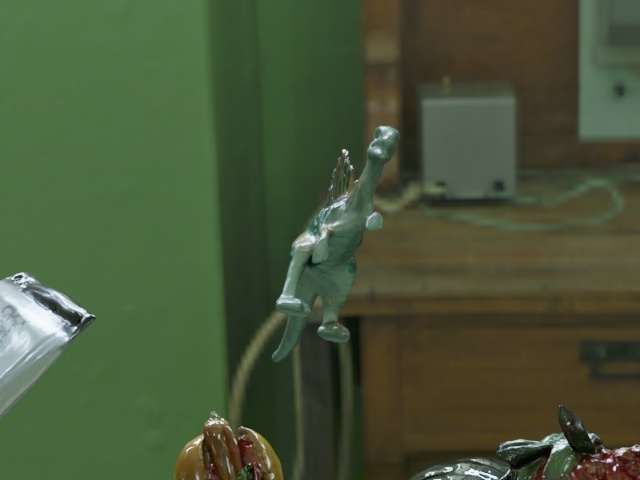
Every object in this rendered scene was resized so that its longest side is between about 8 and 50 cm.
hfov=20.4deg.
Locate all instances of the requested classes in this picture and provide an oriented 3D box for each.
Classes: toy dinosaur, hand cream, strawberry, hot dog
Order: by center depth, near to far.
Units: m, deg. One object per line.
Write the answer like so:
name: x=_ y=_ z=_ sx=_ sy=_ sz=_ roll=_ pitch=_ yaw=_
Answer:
toy dinosaur: x=0.004 y=0.001 z=0.974 sx=0.044 sy=0.106 sz=0.187 roll=13 pitch=-16 yaw=-3
strawberry: x=0.174 y=0.174 z=1.019 sx=0.140 sy=0.192 sz=0.085 roll=13 pitch=60 yaw=26
hand cream: x=-0.273 y=0.146 z=1.051 sx=0.336 sy=0.076 sz=0.121 roll=-46 pitch=34 yaw=-9
hot dog: x=-0.061 y=0.246 z=1.382 sx=0.092 sy=0.235 sz=0.062 roll=-15 pitch=-15 yaw=0

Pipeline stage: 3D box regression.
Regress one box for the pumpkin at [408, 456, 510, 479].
pumpkin: x=0.124 y=0.233 z=1.206 sx=0.194 sy=0.194 sz=0.150 roll=-17 pitch=-9 yaw=-42
